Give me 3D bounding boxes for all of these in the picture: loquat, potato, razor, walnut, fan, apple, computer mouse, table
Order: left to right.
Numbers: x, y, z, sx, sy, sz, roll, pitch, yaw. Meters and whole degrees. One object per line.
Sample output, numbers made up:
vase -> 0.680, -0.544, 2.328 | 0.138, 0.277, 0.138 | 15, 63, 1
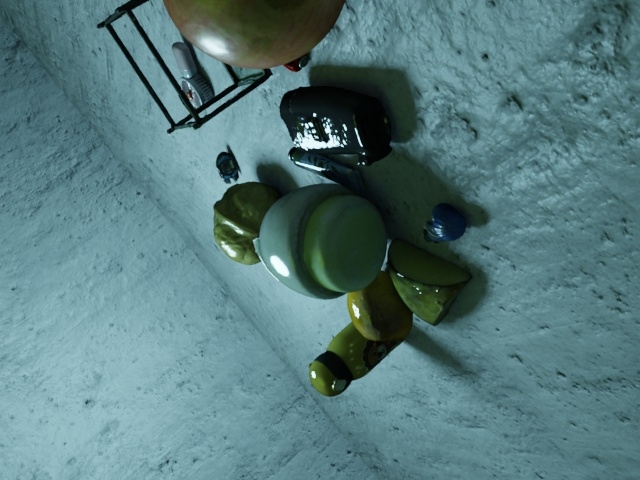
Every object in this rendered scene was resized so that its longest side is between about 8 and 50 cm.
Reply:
table -> -0.353, -0.496, 1.625 | 0.222, 0.272, 0.335 | 11, 137, 58
fan -> -0.435, -0.545, 2.074 | 0.130, 0.074, 0.244 | 32, 150, 40
computer mouse -> -0.351, -0.275, 2.329 | 0.047, 0.079, 0.135 | 46, 159, 54
walnut -> -0.246, -0.069, 2.179 | 0.253, 0.282, 0.277 | 50, 180, -26
apple -> -0.123, -0.516, 1.176 | 0.364, 0.364, 0.364 | 41, 156, 23
razor -> 0.035, -0.287, 1.530 | 0.327, 0.107, 0.189 | 19, 141, 51
loquat -> 0.180, 0.196, 1.885 | 0.238, 0.193, 0.238 | 165, 90, -80
potato -> 0.295, 0.156, 1.722 | 0.269, 0.112, 0.255 | 31, 151, 43

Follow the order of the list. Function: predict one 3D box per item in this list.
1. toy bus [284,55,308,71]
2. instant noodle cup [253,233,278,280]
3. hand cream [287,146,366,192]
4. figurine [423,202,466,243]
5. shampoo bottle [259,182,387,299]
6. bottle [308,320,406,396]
toy bus -> -0.087, -0.482, 1.489 | 0.081, 0.089, 0.195 | 42, 156, 23
instant noodle cup -> -0.072, 0.001, 2.017 | 0.243, 0.231, 0.243 | 41, 154, 24
hand cream -> 0.014, -0.208, 1.770 | 0.271, 0.058, 0.091 | 28, 154, 35
figurine -> 0.289, -0.030, 1.491 | 0.086, 0.087, 0.149 | 14, 159, -8
shampoo bottle -> 0.000, 0.000, 1.742 | 0.317, 0.322, 0.322 | 8, 134, 43
bottle -> 0.113, 0.377, 2.079 | 0.171, 0.351, 0.171 | 41, 156, 22
